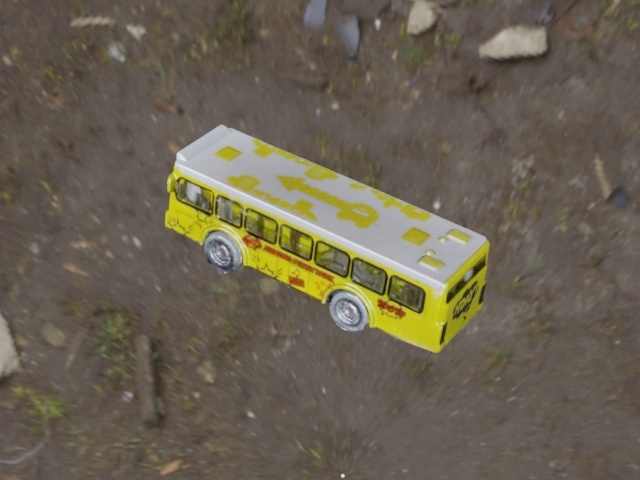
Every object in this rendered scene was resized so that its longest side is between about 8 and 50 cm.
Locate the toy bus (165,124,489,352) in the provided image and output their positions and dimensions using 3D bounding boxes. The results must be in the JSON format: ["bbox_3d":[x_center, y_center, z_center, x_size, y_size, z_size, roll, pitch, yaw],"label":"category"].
[{"bbox_3d":[0.000,0.000,0.884,0.226,0.074,0.081,26,40,24],"label":"toy bus"}]
